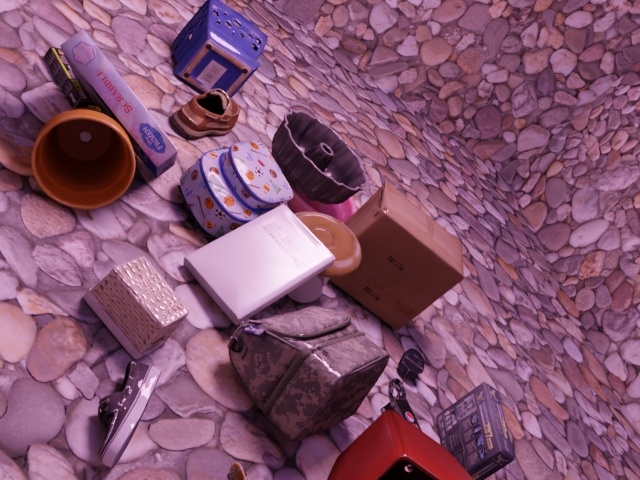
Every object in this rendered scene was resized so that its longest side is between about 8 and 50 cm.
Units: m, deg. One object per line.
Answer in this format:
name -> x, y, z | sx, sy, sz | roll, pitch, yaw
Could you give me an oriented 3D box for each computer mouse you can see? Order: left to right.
computer mouse -> 0.231, 0.378, 1.989 | 0.071, 0.041, 0.242 | 38, 33, 3

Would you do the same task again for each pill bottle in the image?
pill bottle -> -0.036, 0.052, 1.934 | 0.136, 0.136, 0.246 | 36, 28, -18

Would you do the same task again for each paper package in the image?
paper package -> 0.205, 0.051, 2.091 | 0.324, 0.309, 0.168 | 36, 32, -17

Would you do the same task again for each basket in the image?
basket -> -0.355, 0.126, 1.412 | 0.167, 0.103, 0.113 | 48, 26, 5

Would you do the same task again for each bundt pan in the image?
bundt pan -> -0.018, -0.239, 2.196 | 0.330, 0.124, 0.331 | 34, 30, -23

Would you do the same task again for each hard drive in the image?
hard drive -> -0.141, 0.049, 1.716 | 0.307, 0.040, 0.203 | -31, 67, -34

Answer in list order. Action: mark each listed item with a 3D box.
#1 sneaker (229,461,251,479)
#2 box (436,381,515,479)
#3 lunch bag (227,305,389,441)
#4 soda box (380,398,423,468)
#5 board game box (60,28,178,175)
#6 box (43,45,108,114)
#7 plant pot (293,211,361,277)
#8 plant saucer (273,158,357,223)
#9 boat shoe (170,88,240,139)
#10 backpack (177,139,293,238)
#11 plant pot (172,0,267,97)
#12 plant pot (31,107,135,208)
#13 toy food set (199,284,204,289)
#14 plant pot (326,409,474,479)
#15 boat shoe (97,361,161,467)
sneaker -> -0.142, 0.455, 1.351 | 0.083, 0.031, 0.037 | 62, 17, 19
box -> 0.397, 0.508, 1.874 | 0.059, 0.183, 0.233 | 34, 28, -22
lunch bag -> -0.033, 0.265, 1.587 | 0.256, 0.213, 0.305 | 38, 22, 23
soda box -> 0.217, 0.480, 1.798 | 0.060, 0.053, 0.169 | 15, 40, -46
board game box -> -0.454, -0.297, 1.661 | 0.318, 0.066, 0.318 | 52, -10, -8
box -> -0.596, -0.408, 1.875 | 0.184, 0.045, 0.191 | -6, 57, -55
plant pot -> 0.000, 0.000, 1.869 | 0.236, 0.032, 0.236 | 13, 41, -12
plant saucer -> -0.030, -0.148, 2.283 | 0.332, 0.084, 0.332 | 34, 29, -21
boat shoe -> -0.316, -0.388, 2.161 | 0.122, 0.120, 0.324 | 46, 27, -1
backpack -> -0.220, -0.126, 1.862 | 0.263, 0.213, 0.277 | -23, 74, -51
plant pot -> -0.330, -0.594, 2.321 | 0.235, 0.236, 0.212 | 30, 38, -29
plant pot -> -0.510, -0.200, 1.562 | 0.205, 0.205, 0.188 | 30, 16, -28
toy food set -> -0.243, 0.088, 1.719 | 0.078, 0.019, 0.122 | 36, 28, -20
plant pot -> 0.159, 0.511, 1.471 | 0.267, 0.267, 0.236 | 38, 16, -16
boat shoe -> -0.343, 0.288, 1.242 | 0.076, 0.080, 0.229 | 24, 33, -5
